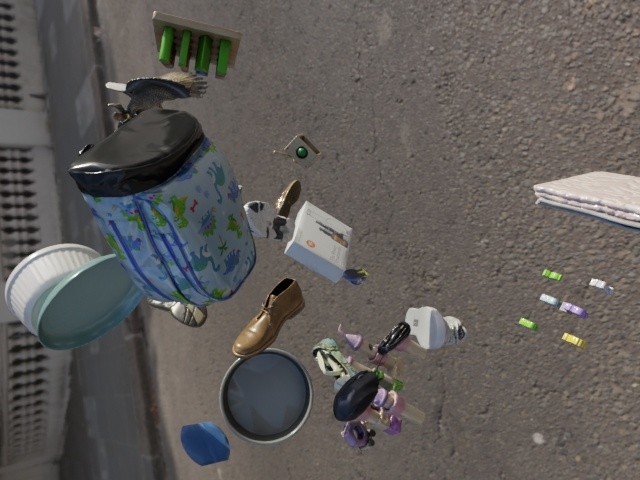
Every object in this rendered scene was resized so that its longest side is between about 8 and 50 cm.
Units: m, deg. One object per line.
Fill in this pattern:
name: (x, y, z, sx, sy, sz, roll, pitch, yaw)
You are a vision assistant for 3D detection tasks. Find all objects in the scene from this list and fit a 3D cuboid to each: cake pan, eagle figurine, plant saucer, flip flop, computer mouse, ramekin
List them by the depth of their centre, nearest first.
computer mouse: (0.098, 0.240, 0.979, 0.041, 0.242, 0.071, 50, 146, -15)
plant saucer: (-0.580, 0.149, 1.319, 0.043, 0.317, 0.318, 40, 127, 19)
ramekin: (-0.702, 0.154, 1.415, 0.127, 0.272, 0.273, 40, 124, 38)
cake pan: (-0.168, 0.488, 1.617, 0.054, 0.292, 0.294, 128, 133, -78)
eagle figurine: (-0.554, -0.488, 1.737, 0.298, 0.225, 0.226, -34, 59, 19)
flip flop: (-0.511, 0.242, 1.859, 0.276, 0.112, 0.080, 14, 148, 29)

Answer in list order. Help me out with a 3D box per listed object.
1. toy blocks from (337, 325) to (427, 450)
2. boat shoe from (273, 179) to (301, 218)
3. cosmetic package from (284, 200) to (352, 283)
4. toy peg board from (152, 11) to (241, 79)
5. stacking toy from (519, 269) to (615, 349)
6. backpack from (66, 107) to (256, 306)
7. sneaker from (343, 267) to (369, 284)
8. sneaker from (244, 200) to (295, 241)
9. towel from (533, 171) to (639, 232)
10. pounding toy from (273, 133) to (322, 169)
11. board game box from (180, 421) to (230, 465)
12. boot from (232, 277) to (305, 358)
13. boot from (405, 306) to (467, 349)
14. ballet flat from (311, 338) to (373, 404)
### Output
toy blocks: (0.134, 0.439, 1.587, 0.309, 0.260, 0.289, -45, 22, 41)
boat shoe: (-0.128, -0.148, 1.850, 0.060, 0.064, 0.178, 7, 58, 35)
cosmetic package: (0.000, 0.000, 2.472, 0.097, 0.284, 0.377, -55, 12, 32)
toy peg board: (-0.250, -0.362, 1.020, 0.160, 0.161, 0.079, 172, 106, -75)
stacking toy: (0.613, 0.166, 1.306, 0.167, 0.052, 0.221, -61, 22, -3)
backpack: (-0.272, -0.034, 0.988, 0.273, 0.290, 0.356, 12, 125, 11)
sneaker: (0.126, 0.139, 1.891, 0.053, 0.144, 0.059, 45, 112, 29)
sneaker: (-0.189, -0.059, 1.460, 0.152, 0.235, 0.094, 9, 88, 28)
towel: (0.661, -0.077, 1.043, 0.331, 0.316, 0.054, 26, 122, 49)
pounding toy: (-0.081, -0.322, 1.890, 0.130, 0.141, 0.100, 44, 107, -5)
board game box: (-0.348, 0.610, 1.525, 0.033, 0.168, 0.133, -50, 56, 19)
boot: (-0.164, 0.227, 1.555, 0.112, 0.305, 0.115, 17, 134, 30)
boot: (0.285, 0.203, 1.193, 0.258, 0.123, 0.095, 176, 102, -87)
ballet flat: (0.043, 0.302, 1.152, 0.188, 0.070, 0.070, 45, 127, 38)
